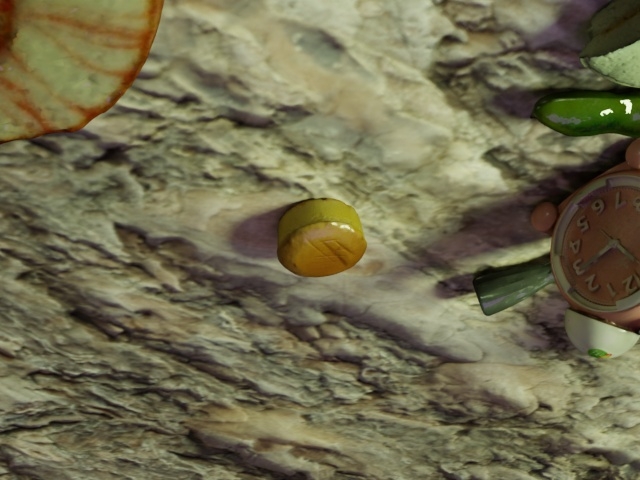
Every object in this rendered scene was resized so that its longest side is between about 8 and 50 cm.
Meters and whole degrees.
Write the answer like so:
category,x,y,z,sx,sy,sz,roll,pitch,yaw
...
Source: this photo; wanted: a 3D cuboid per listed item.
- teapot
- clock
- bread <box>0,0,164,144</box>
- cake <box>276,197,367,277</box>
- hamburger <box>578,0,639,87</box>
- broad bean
category,x,y,z,sx,sy,sz,roll,pitch,yaw
teapot,0.214,0.041,1.038,0.111,0.042,0.043,-20,143,12
clock,0.285,0.015,0.914,0.093,0.162,0.166,21,135,-39
bread,-0.252,-0.169,0.587,0.328,0.114,0.295,-13,145,5
cake,0.000,0.000,0.932,0.084,0.044,0.084,-7,143,-5
hamburger,0.263,-0.156,0.768,0.121,0.054,0.084,-30,143,31
broad bean,0.283,-0.115,0.838,0.227,0.039,0.069,-11,157,1
